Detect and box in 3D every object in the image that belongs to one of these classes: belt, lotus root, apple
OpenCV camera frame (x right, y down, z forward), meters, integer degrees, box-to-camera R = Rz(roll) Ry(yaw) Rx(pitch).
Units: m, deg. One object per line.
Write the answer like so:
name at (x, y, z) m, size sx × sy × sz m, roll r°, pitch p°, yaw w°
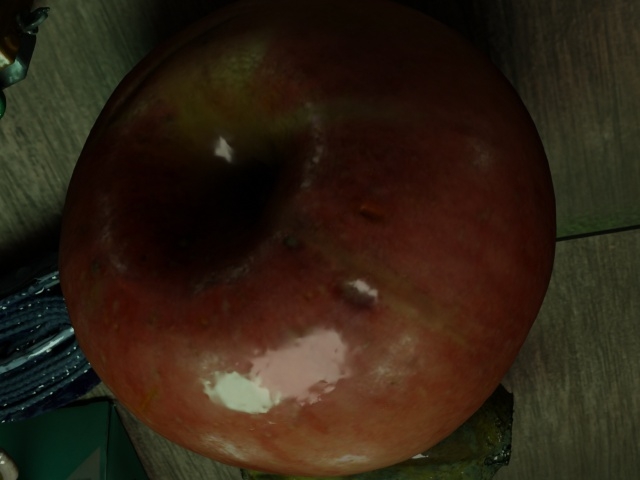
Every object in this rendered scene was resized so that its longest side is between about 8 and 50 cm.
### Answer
belt at (-0.251, 0.078, 1.516) m, size 0.218 × 0.128 × 0.122 m, roll -24°, pitch 108°, yaw 27°
lotus root at (0.056, 0.177, 1.629) m, size 0.275 × 0.160 × 0.152 m, roll 0°, pitch 118°, yaw -6°
apple at (0.000, 0.000, 1.246) m, size 0.364 × 0.364 × 0.364 m, roll -2°, pitch 142°, yaw -2°

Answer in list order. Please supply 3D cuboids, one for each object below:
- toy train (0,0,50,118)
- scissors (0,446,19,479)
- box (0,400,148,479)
toy train at (-0.306, -0.143, 1.253) m, size 0.228 × 0.091 × 0.136 m, roll -20°, pitch 128°, yaw 23°
scissors at (-0.322, 0.235, 1.596) m, size 0.160 × 0.024 × 0.317 m, roll 2°, pitch 141°, yaw 34°
box at (-0.285, 0.308, 1.801) m, size 0.205 × 0.118 × 0.311 m, roll -8°, pitch 142°, yaw 4°
